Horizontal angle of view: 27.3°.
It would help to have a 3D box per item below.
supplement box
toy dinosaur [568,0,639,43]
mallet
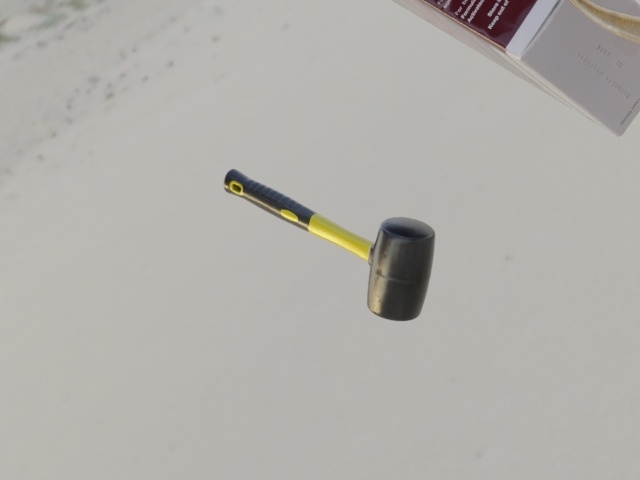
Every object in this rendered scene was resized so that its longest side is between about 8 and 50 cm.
[{"bbox_3d":[0.098,-0.166,0.836,0.239,0.130,0.073,40,100,41],"label":"supplement box"},{"bbox_3d":[0.211,-0.101,0.658,0.211,0.112,0.064,-6,-24,3],"label":"toy dinosaur"},{"bbox_3d":[0.000,0.000,0.883,0.039,0.062,0.189,-14,24,-42],"label":"mallet"}]
